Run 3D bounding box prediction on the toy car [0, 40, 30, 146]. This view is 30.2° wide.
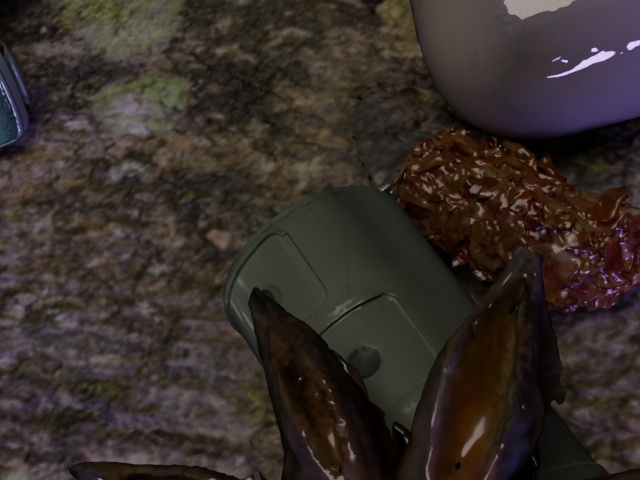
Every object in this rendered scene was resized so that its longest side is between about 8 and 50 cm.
[{"bbox_3d":[-0.338,-0.108,0.943,0.224,0.090,0.076,-7,33,18],"label":"toy car"}]

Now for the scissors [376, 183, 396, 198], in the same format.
[{"bbox_3d":[0.000,0.000,0.795,0.119,0.014,0.058,-37,56,1],"label":"scissors"}]

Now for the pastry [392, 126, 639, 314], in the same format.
[{"bbox_3d":[0.113,-0.009,0.717,0.169,0.087,0.063,27,29,33],"label":"pastry"}]

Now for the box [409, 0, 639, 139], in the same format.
[{"bbox_3d":[0.190,-0.237,0.784,0.289,0.141,0.349,-14,57,11],"label":"box"}]

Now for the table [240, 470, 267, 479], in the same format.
[{"bbox_3d":[-0.029,0.259,0.591,0.111,0.121,0.240,-24,55,6],"label":"table"}]

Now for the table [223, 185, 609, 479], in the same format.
[{"bbox_3d":[0.048,0.086,0.660,0.126,0.126,0.220,-35,56,-1],"label":"table"}]

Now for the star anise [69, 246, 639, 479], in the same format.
[{"bbox_3d":[0.040,0.162,0.486,0.332,0.117,0.331,-6,63,12],"label":"star anise"}]
